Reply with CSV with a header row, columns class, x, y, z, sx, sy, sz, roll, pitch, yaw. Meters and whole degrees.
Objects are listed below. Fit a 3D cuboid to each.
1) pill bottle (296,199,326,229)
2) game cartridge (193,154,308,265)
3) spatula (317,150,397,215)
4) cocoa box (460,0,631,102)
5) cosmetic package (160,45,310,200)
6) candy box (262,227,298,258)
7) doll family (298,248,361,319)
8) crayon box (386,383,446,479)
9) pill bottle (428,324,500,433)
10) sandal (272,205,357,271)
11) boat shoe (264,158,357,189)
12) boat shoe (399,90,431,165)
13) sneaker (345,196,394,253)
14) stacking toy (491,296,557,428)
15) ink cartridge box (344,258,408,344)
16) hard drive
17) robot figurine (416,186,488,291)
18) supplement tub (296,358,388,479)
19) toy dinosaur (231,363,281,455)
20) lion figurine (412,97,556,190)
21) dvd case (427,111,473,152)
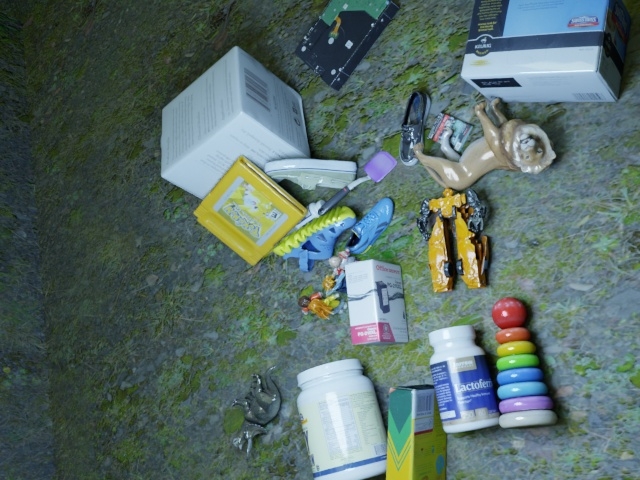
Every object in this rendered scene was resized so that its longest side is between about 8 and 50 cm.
class,x,y,z,sx,sy,sz,roll,pitch,yaw
pill bottle,-0.030,-0.085,2.136,0.120,0.067,0.067,-34,64,28
game cartridge,-0.243,-0.089,2.137,0.285,0.053,0.323,40,127,-10
spatula,0.108,-0.175,2.025,0.296,0.030,0.084,-37,58,-3
cocoa box,0.580,-0.499,1.647,0.347,0.231,0.228,9,87,37
cosmetic package,-0.297,-0.365,2.183,0.393,0.327,0.330,-30,50,29
candy box,-0.147,-0.024,2.239,0.205,0.027,0.105,-27,71,31
doll family,0.042,0.157,1.980,0.118,0.163,0.263,47,110,33
crayon box,0.262,0.555,1.723,0.081,0.202,0.319,-3,80,37
pill bottle,0.376,0.367,1.701,0.153,0.153,0.265,-21,70,32
sandal,0.000,0.000,2.067,0.317,0.126,0.138,-30,101,34
boat shoe,-0.029,-0.209,2.049,0.302,0.109,0.094,0,89,-7
boat shoe,0.279,-0.345,1.945,0.080,0.076,0.229,17,92,38
sneaker,0.151,-0.046,1.987,0.069,0.082,0.209,45,107,35
stacking toy,0.508,0.309,1.643,0.141,0.141,0.331,-18,65,33
ink cartridge box,0.166,0.184,1.878,0.100,0.172,0.237,-14,74,34
hard drive,0.083,-0.708,2.162,0.339,0.064,0.237,-53,56,19
robot figurine,0.378,-0.005,1.802,0.211,0.085,0.291,-10,79,35
supplement tub,0.063,0.530,1.856,0.235,0.235,0.325,-27,67,30
toy dinosaur,-0.193,0.546,2.142,0.160,0.121,0.314,40,102,22
lion figurine,0.445,-0.234,1.782,0.392,0.142,0.240,-32,81,44
dvd case,0.384,-0.322,1.902,0.119,0.013,0.087,34,103,37
